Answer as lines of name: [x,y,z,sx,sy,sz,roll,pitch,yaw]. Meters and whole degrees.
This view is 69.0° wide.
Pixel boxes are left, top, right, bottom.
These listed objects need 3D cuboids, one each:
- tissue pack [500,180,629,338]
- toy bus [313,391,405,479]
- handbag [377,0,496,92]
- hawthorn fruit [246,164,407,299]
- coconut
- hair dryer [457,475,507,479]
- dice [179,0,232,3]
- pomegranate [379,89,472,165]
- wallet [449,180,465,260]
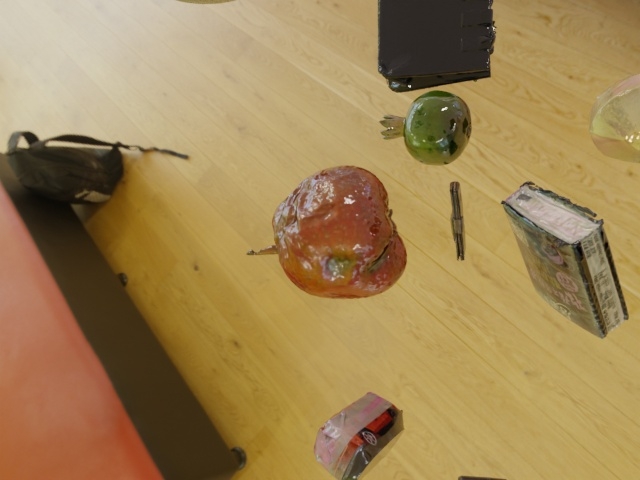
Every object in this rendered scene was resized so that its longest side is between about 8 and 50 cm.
tissue pack: [0.607,0.052,1.167,0.122,0.361,0.259,-36,31,2]
toy bus: [0.102,0.495,1.177,0.147,0.303,0.127,30,103,28]
handbag: [0.333,-0.593,1.321,0.330,0.122,0.303,0,85,20]
hawthorn fruit: [0.000,0.000,0.718,0.244,0.207,0.207,-16,68,8]
coconut: [0.819,-0.315,1.202,0.197,0.237,0.237,42,96,-4]
hair dryer: [0.428,0.665,1.250,0.125,0.219,0.071,-1,70,13]
dice: [-0.246,-0.595,0.929,0.194,0.194,0.191,6,101,21]
pomegranate: [0.260,-0.281,1.163,0.225,0.187,0.186,10,79,25]
wallet: [0.427,-0.062,1.450,0.042,0.124,0.230,-2,107,19]
